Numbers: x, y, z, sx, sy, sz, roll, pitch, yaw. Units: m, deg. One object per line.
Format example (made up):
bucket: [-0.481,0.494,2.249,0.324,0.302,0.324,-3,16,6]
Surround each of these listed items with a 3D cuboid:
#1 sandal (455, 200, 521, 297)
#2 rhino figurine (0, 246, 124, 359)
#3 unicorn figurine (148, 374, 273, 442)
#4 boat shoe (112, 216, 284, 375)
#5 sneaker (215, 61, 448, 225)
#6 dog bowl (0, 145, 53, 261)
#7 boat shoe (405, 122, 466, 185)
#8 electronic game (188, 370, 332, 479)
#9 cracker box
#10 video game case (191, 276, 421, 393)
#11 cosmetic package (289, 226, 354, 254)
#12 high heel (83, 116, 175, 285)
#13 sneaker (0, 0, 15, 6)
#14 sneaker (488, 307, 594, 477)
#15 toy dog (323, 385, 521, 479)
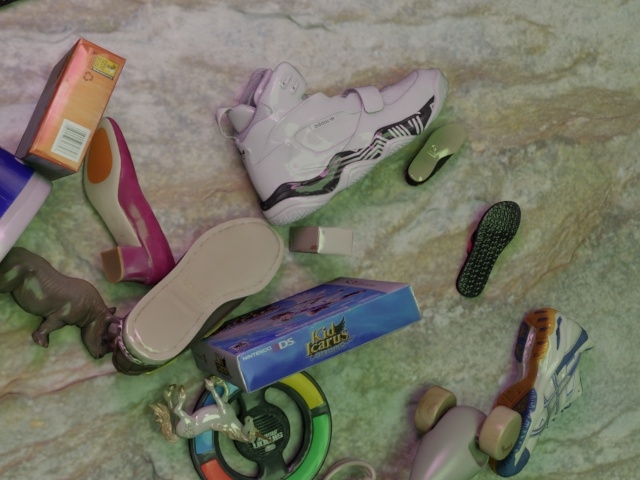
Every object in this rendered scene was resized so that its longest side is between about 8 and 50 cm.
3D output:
sandal: [0.276,0.010,1.627,0.067,0.040,0.179,25,96,-15]
rhino figurine: [-0.365,0.095,1.338,0.243,0.073,0.106,34,84,-30]
unicorn figurine: [-0.158,0.253,1.403,0.162,0.060,0.111,-14,92,1]
boat shoe: [-0.173,0.077,1.382,0.116,0.097,0.324,46,47,-1]
sneaker: [0.020,-0.203,1.458,0.366,0.137,0.210,-38,107,-14]
dog bowl: [-0.456,0.002,1.197,0.104,0.265,0.265,39,77,-17]
boat shoe: [0.187,-0.143,1.583,0.049,0.042,0.133,42,75,4]
electronic game: [-0.089,0.293,1.470,0.229,0.048,0.229,0,91,-23]
cracker box: [-0.334,-0.164,1.262,0.067,0.232,0.155,24,82,-22]
video game case: [-0.030,0.126,1.386,0.270,0.244,0.061,-20,97,-21]
cosmetic package: [0.000,0.000,1.466,0.060,0.115,0.041,4,89,-22]
high heel: [-0.267,-0.056,1.392,0.117,0.082,0.244,-1,75,-54]
sneaker: [-0.473,-0.361,1.300,0.235,0.084,0.097,-25,76,-21]
sneaker: [0.382,0.269,1.631,0.131,0.112,0.296,25,82,-21]
toy dog: [0.185,0.389,1.529,0.334,0.220,0.161,-37,136,-10]
